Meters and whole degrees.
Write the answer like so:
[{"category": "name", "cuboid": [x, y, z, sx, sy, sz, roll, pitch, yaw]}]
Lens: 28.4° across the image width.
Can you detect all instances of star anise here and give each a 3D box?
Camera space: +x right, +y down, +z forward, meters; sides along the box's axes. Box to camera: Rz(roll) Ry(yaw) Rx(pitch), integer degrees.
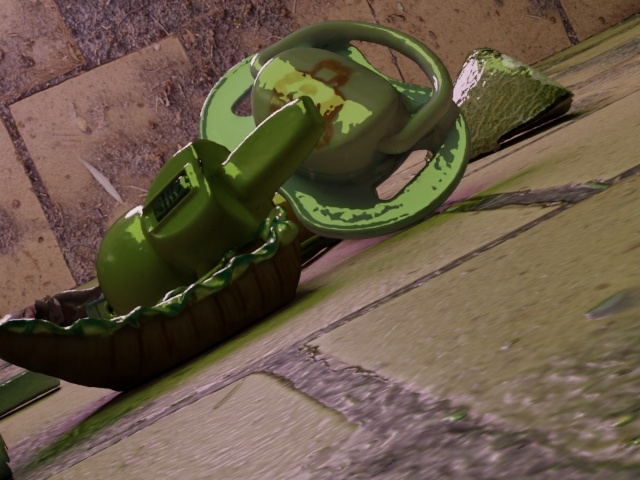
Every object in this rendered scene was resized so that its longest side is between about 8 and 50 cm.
[{"category": "star anise", "cuboid": [-0.390, 0.115, 1.793, 0.195, 0.065, 0.182, -29, 0, 10]}]

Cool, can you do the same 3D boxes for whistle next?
[{"category": "whistle", "cuboid": [-0.100, -0.019, 1.117, 0.288, 0.131, 0.106, -42, -42, 21]}]

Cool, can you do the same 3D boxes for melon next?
[{"category": "melon", "cuboid": [0.202, -0.163, 1.499, 0.202, 0.139, 0.093, -26, -18, 25]}]

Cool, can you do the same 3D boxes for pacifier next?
[{"category": "pacifier", "cuboid": [0.025, -0.086, 1.238, 0.227, 0.279, 0.207, -43, -33, -24]}]

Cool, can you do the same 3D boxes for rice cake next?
[{"category": "rice cake", "cuboid": [-0.324, 0.161, 1.152, 0.180, 0.030, 0.042, -26, 1, -17]}]

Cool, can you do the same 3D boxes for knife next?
[{"category": "knife", "cuboid": [0.000, 0.000, 1.275, 0.026, 0.022, 0.184, 4, 16, 21]}]

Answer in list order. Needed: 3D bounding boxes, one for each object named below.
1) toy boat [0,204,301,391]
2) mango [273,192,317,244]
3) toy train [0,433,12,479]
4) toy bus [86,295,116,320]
[{"category": "toy boat", "cuboid": [-0.133, 0.055, 0.963, 0.293, 0.099, 0.108, -20, -1, -33]}, {"category": "mango", "cuboid": [-0.020, -0.029, 1.395, 0.161, 0.076, 0.103, -18, -3, -15]}, {"category": "toy train", "cuboid": [-0.291, 0.136, 0.926, 0.088, 0.086, 0.407, -26, 5, -19]}, {"category": "toy bus", "cuboid": [-0.150, 0.055, 1.219, 0.153, 0.061, 0.051, -26, -1, 12]}]
